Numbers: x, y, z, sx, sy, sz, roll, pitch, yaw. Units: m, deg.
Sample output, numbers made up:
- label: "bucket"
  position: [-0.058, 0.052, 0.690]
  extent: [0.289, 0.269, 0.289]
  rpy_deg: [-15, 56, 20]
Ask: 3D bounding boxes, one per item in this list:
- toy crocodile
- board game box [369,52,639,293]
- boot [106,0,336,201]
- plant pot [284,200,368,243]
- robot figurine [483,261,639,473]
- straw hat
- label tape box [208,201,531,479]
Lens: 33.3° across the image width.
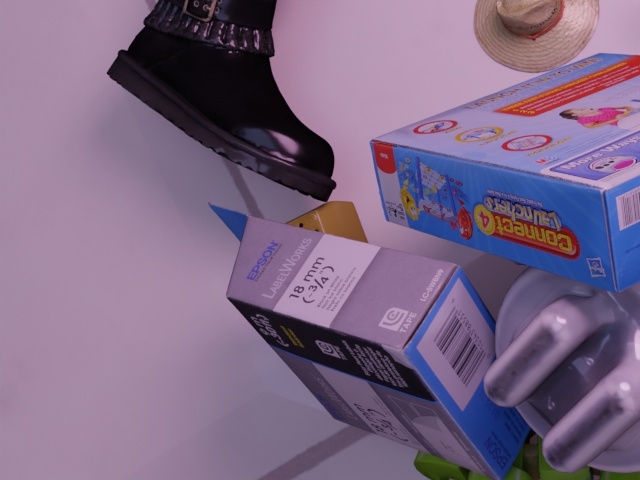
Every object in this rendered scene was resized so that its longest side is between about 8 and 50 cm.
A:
- label: "toy crocodile"
  position: [0.258, 0.224, 1.086]
  extent: [0.340, 0.105, 0.115]
  rpy_deg: [-3, 49, 20]
- label: "board game box"
  position: [0.255, -0.079, 0.956]
  extent: [0.302, 0.308, 0.086]
  rpy_deg: [21, 128, 57]
- label: "boot"
  position: [-0.072, -0.228, 1.238]
  extent: [0.348, 0.131, 0.260]
  rpy_deg: [35, 98, 20]
- label: "plant pot"
  position: [0.000, 0.000, 1.246]
  extent: [0.081, 0.083, 0.081]
  rpy_deg: [-26, 72, 20]
- label: "robot figurine"
  position: [0.296, 0.076, 0.966]
  extent: [0.300, 0.353, 0.200]
  rpy_deg: [51, 133, 15]
- label: "straw hat"
  position: [0.229, -0.258, 1.182]
  extent: [0.144, 0.061, 0.144]
  rpy_deg: [-4, 81, 25]
- label: "label tape box"
  position: [0.028, 0.098, 1.082]
  extent: [0.333, 0.240, 0.106]
  rpy_deg: [13, 61, 42]
